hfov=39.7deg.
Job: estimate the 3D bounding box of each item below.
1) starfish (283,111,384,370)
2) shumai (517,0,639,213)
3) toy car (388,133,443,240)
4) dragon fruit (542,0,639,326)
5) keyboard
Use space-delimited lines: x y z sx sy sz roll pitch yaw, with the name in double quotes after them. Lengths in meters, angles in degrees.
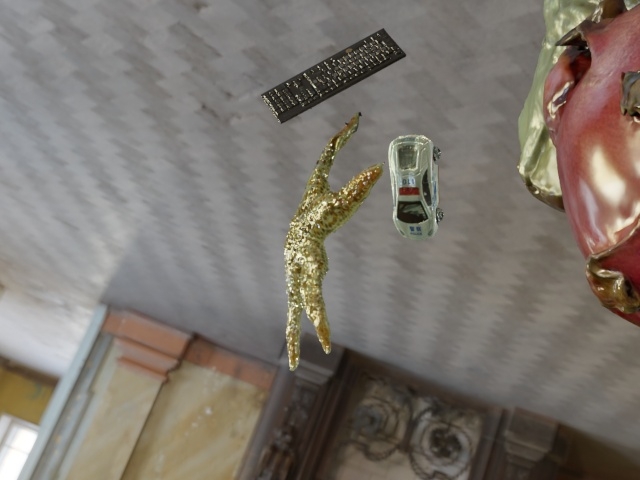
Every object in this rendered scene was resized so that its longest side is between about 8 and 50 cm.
-0.002 0.000 1.286 0.078 0.358 0.347 18 127 -17 "starfish"
0.372 -0.164 0.998 0.324 0.324 0.397 24 -163 -7 "shumai"
0.177 -0.098 1.670 0.095 0.205 0.056 1 -169 28 "toy car"
0.249 -0.036 0.463 0.315 0.250 0.250 39 168 24 "dragon fruit"
0.018 -0.224 1.203 0.064 0.198 0.010 56 171 28 "keyboard"
